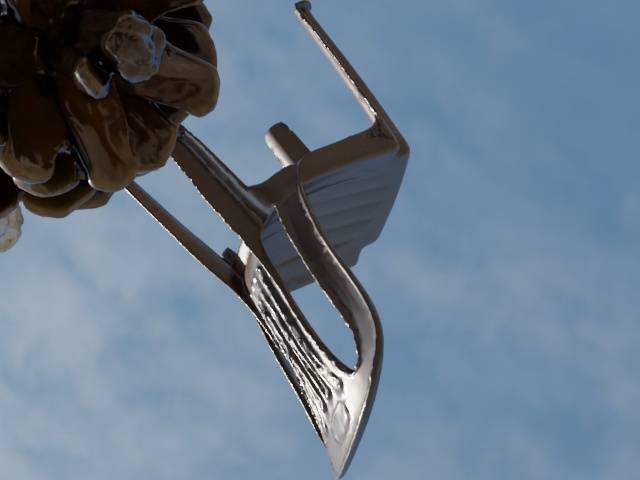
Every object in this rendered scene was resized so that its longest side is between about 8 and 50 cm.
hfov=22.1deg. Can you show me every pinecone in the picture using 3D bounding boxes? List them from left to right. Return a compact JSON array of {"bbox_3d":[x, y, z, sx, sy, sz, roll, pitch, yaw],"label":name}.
[{"bbox_3d":[-0.135,-0.095,0.762,0.169,0.212,0.185,-30,-58,-6],"label":"pinecone"}]

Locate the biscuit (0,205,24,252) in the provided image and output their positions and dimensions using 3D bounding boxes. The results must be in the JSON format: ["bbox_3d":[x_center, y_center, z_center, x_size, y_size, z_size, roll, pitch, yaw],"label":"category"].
[{"bbox_3d":[-0.337,-0.143,1.137,0.078,0.144,0.426,-33,-130,-14],"label":"biscuit"}]

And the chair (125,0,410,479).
[{"bbox_3d":[0.000,0.000,1.260,0.183,0.175,0.326,-25,-117,-29],"label":"chair"}]
